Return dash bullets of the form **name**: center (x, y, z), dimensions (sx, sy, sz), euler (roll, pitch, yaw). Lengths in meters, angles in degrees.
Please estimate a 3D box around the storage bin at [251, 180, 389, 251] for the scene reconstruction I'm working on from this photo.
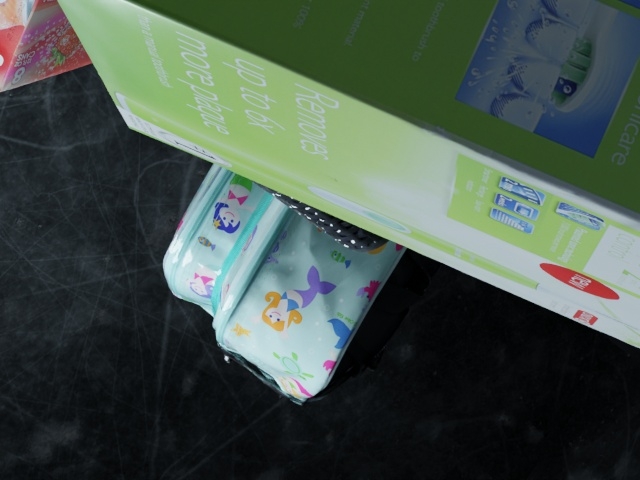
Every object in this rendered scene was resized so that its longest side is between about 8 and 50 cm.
- **storage bin**: center (-0.013, -0.089, 0.939), dimensions (0.084, 0.122, 0.180), euler (37, 179, -43)

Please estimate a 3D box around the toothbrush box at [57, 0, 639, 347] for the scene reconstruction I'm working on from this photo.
- **toothbrush box**: center (0.067, -0.061, 0.637), dimensions (0.283, 0.122, 0.206), euler (23, 171, 5)

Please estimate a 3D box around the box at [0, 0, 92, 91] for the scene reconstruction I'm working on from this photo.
- **box**: center (-0.179, -0.234, 1.372), dimensions (0.142, 0.154, 0.300), euler (36, -152, 14)

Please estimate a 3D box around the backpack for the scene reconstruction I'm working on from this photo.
- **backpack**: center (0.000, 0.000, 1.328), dimensions (0.191, 0.225, 0.253), euler (32, 176, -2)
